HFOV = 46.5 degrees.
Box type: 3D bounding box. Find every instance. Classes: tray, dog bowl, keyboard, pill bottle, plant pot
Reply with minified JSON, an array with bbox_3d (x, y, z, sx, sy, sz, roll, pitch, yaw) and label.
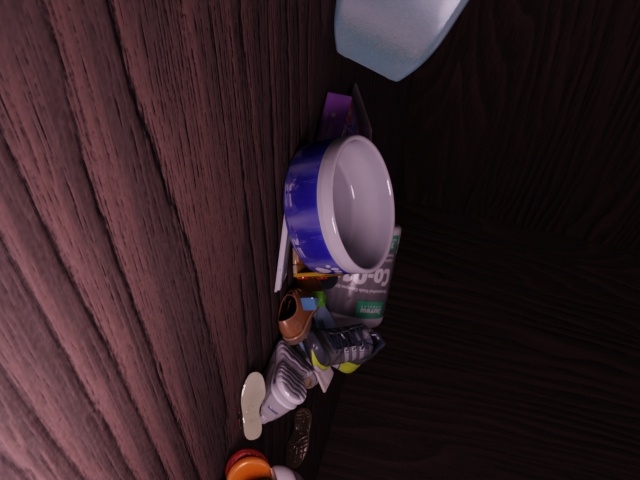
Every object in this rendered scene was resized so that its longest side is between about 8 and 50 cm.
[{"bbox_3d":[0.102,-0.281,1.959,0.270,0.030,0.145,81,-7,-68],"label":"tray"},{"bbox_3d":[0.042,-0.066,1.431,0.265,0.104,0.264,12,76,-59],"label":"dog bowl"},{"bbox_3d":[-0.066,-0.021,1.475,0.072,0.014,0.255,-72,172,-62],"label":"keyboard"},{"bbox_3d":[0.084,0.114,1.992,0.204,0.204,0.360,-37,138,-77],"label":"pill bottle"},{"bbox_3d":[0.157,-0.475,1.512,0.252,0.248,0.247,-63,180,30],"label":"plant pot"}]

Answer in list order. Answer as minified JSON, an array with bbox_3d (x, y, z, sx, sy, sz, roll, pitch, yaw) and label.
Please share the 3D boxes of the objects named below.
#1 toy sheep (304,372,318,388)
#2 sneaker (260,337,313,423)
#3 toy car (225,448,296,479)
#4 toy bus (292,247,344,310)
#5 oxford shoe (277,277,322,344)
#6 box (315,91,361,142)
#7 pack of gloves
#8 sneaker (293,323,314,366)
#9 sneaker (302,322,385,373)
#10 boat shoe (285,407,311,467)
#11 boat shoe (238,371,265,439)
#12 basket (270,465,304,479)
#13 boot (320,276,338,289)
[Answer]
[{"bbox_3d":[-0.037,0.347,1.971,0.132,0.091,0.091,-72,171,-53],"label":"toy sheep"},{"bbox_3d":[-0.093,0.296,1.590,0.115,0.105,0.281,-42,-176,10],"label":"sneaker"},{"bbox_3d":[-0.133,0.472,1.422,0.182,0.159,0.136,92,-22,-51],"label":"toy car"},{"bbox_3d":[0.018,0.034,1.584,0.202,0.105,0.190,-69,147,-43],"label":"toy bus"},{"bbox_3d":[-0.046,0.129,1.641,0.076,0.076,0.212,62,25,-30],"label":"oxford shoe"},{"bbox_3d":[0.035,-0.196,1.698,0.293,0.057,0.200,45,59,-80],"label":"box"},{"bbox_3d":[-0.025,0.217,1.784,0.232,0.046,0.195,65,27,-19],"label":"pack of gloves"},{"bbox_3d":[-0.046,0.270,1.847,0.235,0.090,0.094,-32,122,-84],"label":"sneaker"},{"bbox_3d":[0.049,0.233,1.710,0.300,0.121,0.111,19,42,-64],"label":"sneaker"},{"bbox_3d":[-0.060,0.598,2.251,0.060,0.064,0.177,73,29,-70],"label":"boat shoe"},{"bbox_3d":[-0.134,0.313,1.428,0.042,0.049,0.132,-157,-112,-65],"label":"boat shoe"},{"bbox_3d":[-0.115,0.642,1.702,0.227,0.154,0.204,-71,168,-58],"label":"basket"},{"bbox_3d":[0.000,0.000,1.811,0.106,0.082,0.219,-122,-149,-67],"label":"boot"}]
